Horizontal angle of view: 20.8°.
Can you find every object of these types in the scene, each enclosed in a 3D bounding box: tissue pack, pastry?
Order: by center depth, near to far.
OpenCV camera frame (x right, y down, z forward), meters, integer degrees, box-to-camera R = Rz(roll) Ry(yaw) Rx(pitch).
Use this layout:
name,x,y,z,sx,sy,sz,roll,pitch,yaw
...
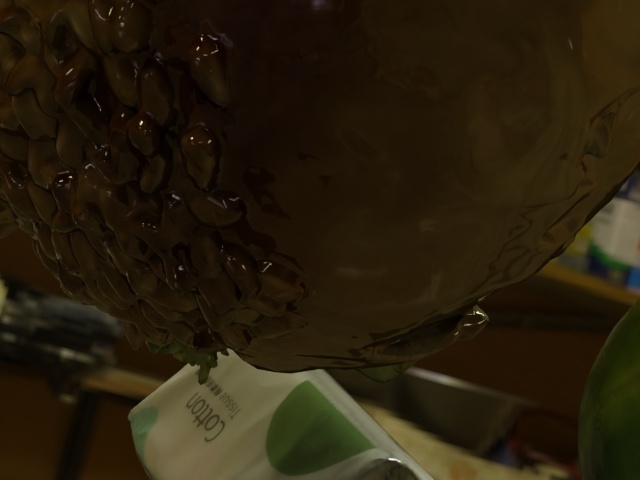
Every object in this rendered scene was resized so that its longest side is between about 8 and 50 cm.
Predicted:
name,x,y,z,sx,sy,sz,roll,pitch,yaw
pastry,-0.035,-0.138,0.729,0.245,0.409,0.409,-10,11,-36
tissue pack,0.004,0.249,1.484,0.266,0.194,0.356,52,-5,-25

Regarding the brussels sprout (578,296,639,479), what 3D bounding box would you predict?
name,x,y,z,sx,sy,sz,roll,pitch,yaw
brussels sprout,0.415,0.201,1.576,0.361,0.425,0.342,2,26,9

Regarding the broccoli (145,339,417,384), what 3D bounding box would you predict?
name,x,y,z,sx,sy,sz,roll,pitch,yaw
broccoli,0.000,0.000,1.236,0.243,0.263,0.247,41,11,37
